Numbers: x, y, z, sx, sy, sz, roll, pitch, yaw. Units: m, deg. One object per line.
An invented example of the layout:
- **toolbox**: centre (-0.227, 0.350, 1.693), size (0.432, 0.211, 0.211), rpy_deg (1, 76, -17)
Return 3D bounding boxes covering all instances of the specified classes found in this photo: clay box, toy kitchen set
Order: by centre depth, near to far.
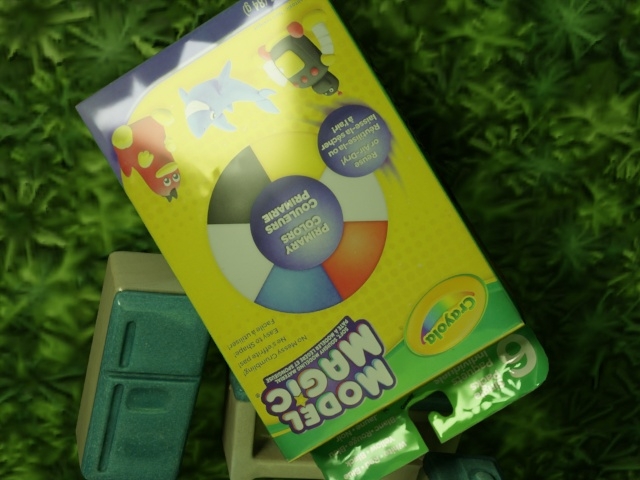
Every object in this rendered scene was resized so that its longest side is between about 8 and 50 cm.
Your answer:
- **clay box**: centre (0.000, 0.000, 0.723), size (0.127, 0.053, 0.222), rpy_deg (-32, 86, 7)
- **toy kitchen set**: centre (-0.006, 0.106, 0.791), size (0.207, 0.166, 0.122), rpy_deg (4, 121, -17)
